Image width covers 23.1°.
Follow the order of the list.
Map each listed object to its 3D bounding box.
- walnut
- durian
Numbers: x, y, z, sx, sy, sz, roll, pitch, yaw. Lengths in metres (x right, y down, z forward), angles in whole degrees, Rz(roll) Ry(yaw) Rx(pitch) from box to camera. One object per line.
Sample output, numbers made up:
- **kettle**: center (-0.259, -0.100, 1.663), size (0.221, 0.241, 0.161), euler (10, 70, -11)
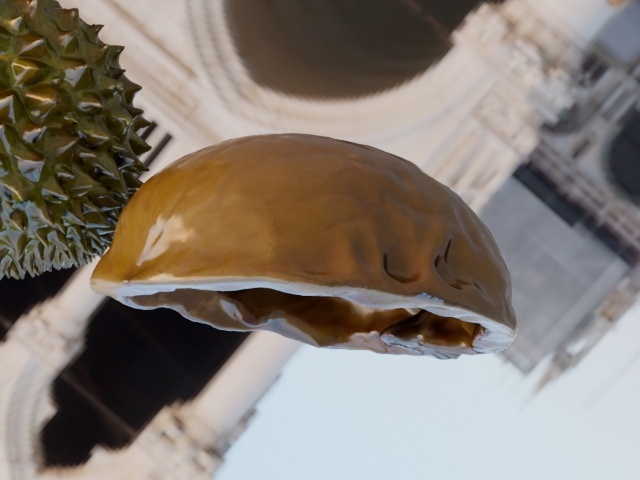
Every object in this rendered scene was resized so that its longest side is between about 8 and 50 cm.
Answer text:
- **walnut**: center (-0.001, -0.002, 0.700), size (0.167, 0.087, 0.211), euler (0, 169, 40)
- **durian**: center (-0.174, -0.050, 0.678), size (0.208, 0.146, 0.102), euler (14, -155, -11)
